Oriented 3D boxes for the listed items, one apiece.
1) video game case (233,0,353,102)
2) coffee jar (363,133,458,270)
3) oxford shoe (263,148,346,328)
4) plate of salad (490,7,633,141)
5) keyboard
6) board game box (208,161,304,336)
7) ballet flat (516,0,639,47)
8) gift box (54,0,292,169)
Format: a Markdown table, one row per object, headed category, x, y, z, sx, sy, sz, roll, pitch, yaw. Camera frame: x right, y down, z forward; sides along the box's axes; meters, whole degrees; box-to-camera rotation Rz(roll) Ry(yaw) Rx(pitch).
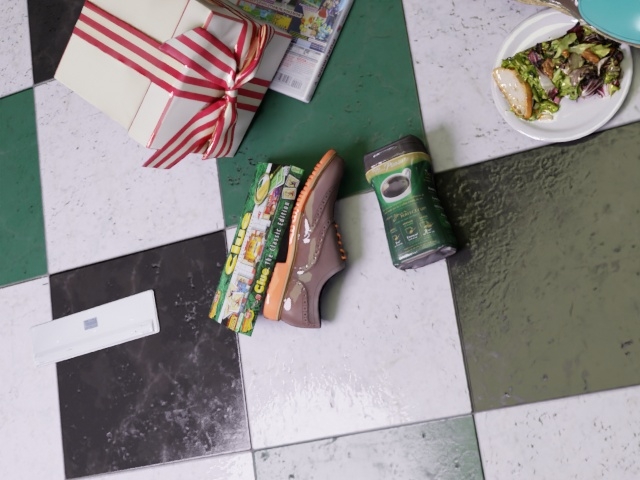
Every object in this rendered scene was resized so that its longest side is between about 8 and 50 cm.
| category | x | y | z | sx | sy | sz | roll | pitch | yaw |
| --- | --- | --- | --- | --- | --- | --- | --- | --- | --- |
| video game case | -0.066 | -0.336 | 1.684 | 0.201 | 0.023 | 0.183 | 24 | 91 | 27 |
| coffee jar | 0.128 | -0.056 | 1.512 | 0.096 | 0.079 | 0.184 | -22 | 73 | 23 |
| oxford shoe | 0.000 | 0.000 | 1.568 | 0.098 | 0.097 | 0.271 | 18 | 93 | 6 |
| plate of salad | 0.334 | -0.237 | 1.467 | 0.200 | 0.048 | 0.199 | -5 | 78 | 24 |
| keyboard | -0.382 | 0.149 | 1.750 | 0.256 | 0.014 | 0.072 | -17 | 69 | 21 |
| board game box | -0.100 | 0.009 | 1.593 | 0.136 | 0.030 | 0.259 | 12 | 84 | 67 |
| ballet flat | 0.370 | -0.356 | 1.433 | 0.349 | 0.123 | 0.123 | 28 | 93 | 32 |
| gift box | -0.228 | -0.264 | 1.594 | 0.258 | 0.276 | 0.255 | 34 | 111 | 23 |
